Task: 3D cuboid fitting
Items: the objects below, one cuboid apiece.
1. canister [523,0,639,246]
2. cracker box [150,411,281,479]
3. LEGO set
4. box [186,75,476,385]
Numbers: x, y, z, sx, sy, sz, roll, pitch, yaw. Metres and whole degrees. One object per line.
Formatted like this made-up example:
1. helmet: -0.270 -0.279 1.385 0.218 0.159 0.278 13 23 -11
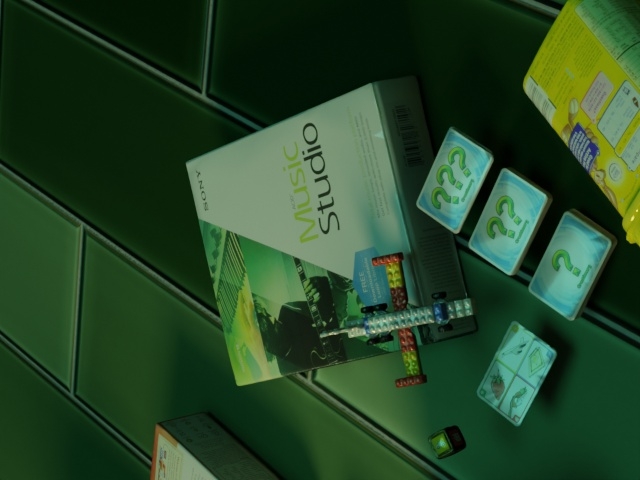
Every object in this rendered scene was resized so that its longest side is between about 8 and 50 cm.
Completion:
1. canister: 0.232 -0.095 1.373 0.170 0.073 0.126 57 138 31
2. cracker box: -0.091 0.300 1.919 0.232 0.067 0.156 37 127 45
3. LEGO set: 0.112 0.056 1.531 0.182 0.060 0.244 38 116 29
4. box: 0.000 0.000 1.727 0.322 0.058 0.232 -19 83 55
